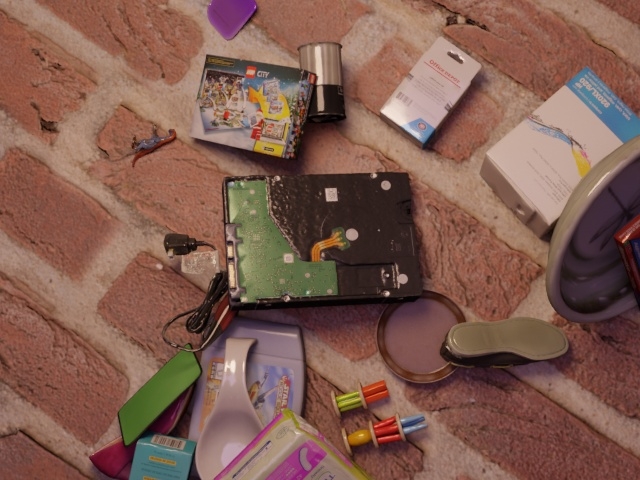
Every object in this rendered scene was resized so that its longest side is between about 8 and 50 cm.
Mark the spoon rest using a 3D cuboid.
[{"bbox_3d":[-0.148,0.306,1.626,0.137,0.084,0.276,0,82,6],"label":"spoon rest"}]

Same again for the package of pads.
[{"bbox_3d":[-0.027,0.450,1.583,0.229,0.101,0.296,-44,113,-1],"label":"package of pads"}]

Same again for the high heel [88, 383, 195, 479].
[{"bbox_3d":[-0.318,0.323,1.696,0.117,0.082,0.244,28,97,4],"label":"high heel"}]

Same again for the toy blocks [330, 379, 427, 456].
[{"bbox_3d":[0.105,0.304,1.668,0.148,0.054,0.123,-17,82,3],"label":"toy blocks"}]

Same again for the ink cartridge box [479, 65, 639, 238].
[{"bbox_3d":[0.420,-0.146,1.637,0.233,0.171,0.168,-41,79,-1],"label":"ink cartridge box"}]

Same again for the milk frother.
[{"bbox_3d":[-0.028,-0.281,1.719,0.143,0.129,0.134,-3,86,-1],"label":"milk frother"}]

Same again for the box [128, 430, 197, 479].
[{"bbox_3d":[-0.292,0.463,1.644,0.101,0.060,0.244,13,100,-1],"label":"box"}]

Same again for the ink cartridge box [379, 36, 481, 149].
[{"bbox_3d":[0.204,-0.271,1.730,0.104,0.060,0.180,38,88,9],"label":"ink cartridge box"}]

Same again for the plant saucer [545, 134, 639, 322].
[{"bbox_3d":[0.508,-0.045,1.545,0.400,0.400,0.100,-41,50,-1],"label":"plant saucer"}]

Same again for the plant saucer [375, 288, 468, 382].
[{"bbox_3d":[0.184,0.172,1.691,0.169,0.029,0.168,-1,82,6],"label":"plant saucer"}]

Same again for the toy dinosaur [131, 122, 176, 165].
[{"bbox_3d":[-0.317,-0.188,1.791,0.082,0.047,0.090,4,116,-3],"label":"toy dinosaur"}]

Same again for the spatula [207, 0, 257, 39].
[{"bbox_3d":[-0.097,-0.512,1.805,0.296,0.030,0.084,-42,79,-1],"label":"spatula"}]

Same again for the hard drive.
[{"bbox_3d":[0.000,0.000,1.660,0.339,0.064,0.236,-3,73,-11],"label":"hard drive"}]

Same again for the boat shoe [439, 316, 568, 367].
[{"bbox_3d":[0.321,0.183,1.649,0.228,0.068,0.081,3,59,-15],"label":"boat shoe"}]

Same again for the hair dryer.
[{"bbox_3d":[-0.139,0.088,1.692,0.294,0.080,0.223,-4,74,-5],"label":"hair dryer"}]

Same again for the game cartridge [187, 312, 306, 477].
[{"bbox_3d":[-0.128,0.290,1.694,0.198,0.062,0.297,7,83,10],"label":"game cartridge"}]

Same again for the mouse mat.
[{"bbox_3d":[-0.288,0.272,1.671,0.190,0.152,0.007,-43,113,-1],"label":"mouse mat"}]

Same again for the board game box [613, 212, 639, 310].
[{"bbox_3d":[0.574,0.023,1.560,0.145,0.281,0.027,-41,49,-1],"label":"board game box"}]

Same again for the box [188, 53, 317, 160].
[{"bbox_3d":[-0.126,-0.244,1.704,0.233,0.044,0.159,16,94,34],"label":"box"}]
